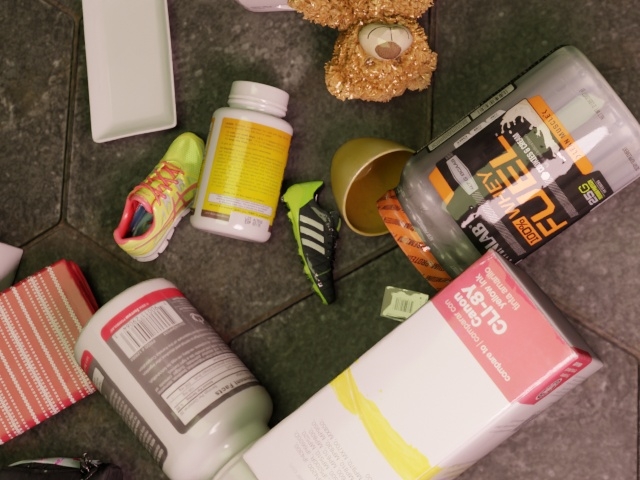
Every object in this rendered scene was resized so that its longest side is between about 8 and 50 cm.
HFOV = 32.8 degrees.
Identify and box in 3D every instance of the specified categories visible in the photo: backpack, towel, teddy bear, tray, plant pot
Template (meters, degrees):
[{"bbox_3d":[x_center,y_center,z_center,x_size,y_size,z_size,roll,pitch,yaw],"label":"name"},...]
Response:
[{"bbox_3d":[-0.379,0.380,1.563,0.182,0.115,0.152,3,72,20],"label":"backpack"},{"bbox_3d":[-0.443,0.173,1.604,0.275,0.031,0.199,-29,85,-4],"label":"towel"},{"bbox_3d":[0.071,-0.361,1.469,0.113,0.245,0.338,-7,72,60],"label":"teddy bear"},{"bbox_3d":[-0.290,-0.289,1.665,0.145,0.030,0.270,-9,80,17],"label":"tray"},{"bbox_3d":[0.066,-0.087,1.475,0.134,0.134,0.095,-49,45,7],"label":"plant pot"}]

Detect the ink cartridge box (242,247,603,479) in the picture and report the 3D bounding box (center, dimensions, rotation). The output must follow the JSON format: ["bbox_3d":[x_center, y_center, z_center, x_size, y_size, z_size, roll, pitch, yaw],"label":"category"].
[{"bbox_3d":[0.131,0.204,1.322,0.385,0.279,0.160,-41,72,10],"label":"ink cartridge box"}]

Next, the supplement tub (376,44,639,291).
[{"bbox_3d":[0.239,-0.082,1.369,0.316,0.193,0.193,-37,73,12],"label":"supplement tub"}]

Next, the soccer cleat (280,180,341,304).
[{"bbox_3d":[0.000,0.000,1.515,0.072,0.060,0.179,-18,77,3],"label":"soccer cleat"}]

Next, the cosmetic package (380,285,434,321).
[{"bbox_3d":[0.124,0.088,1.427,0.060,0.115,0.041,11,88,21],"label":"cosmetic package"}]

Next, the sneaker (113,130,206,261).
[{"bbox_3d":[-0.232,-0.066,1.582,0.081,0.094,0.208,27,91,22],"label":"sneaker"}]

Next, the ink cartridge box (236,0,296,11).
[{"bbox_3d":[-0.042,-0.449,1.569,0.159,0.092,0.218,1,85,19],"label":"ink cartridge box"}]

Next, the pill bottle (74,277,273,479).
[{"bbox_3d":[-0.177,0.219,1.481,0.176,0.176,0.318,-46,71,8],"label":"pill bottle"}]

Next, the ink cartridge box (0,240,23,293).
[{"bbox_3d":[-0.605,0.015,1.607,0.197,0.273,0.114,18,85,20],"label":"ink cartridge box"}]

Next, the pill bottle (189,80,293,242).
[{"bbox_3d":[-0.107,-0.111,1.532,0.117,0.117,0.215,11,87,20],"label":"pill bottle"}]
